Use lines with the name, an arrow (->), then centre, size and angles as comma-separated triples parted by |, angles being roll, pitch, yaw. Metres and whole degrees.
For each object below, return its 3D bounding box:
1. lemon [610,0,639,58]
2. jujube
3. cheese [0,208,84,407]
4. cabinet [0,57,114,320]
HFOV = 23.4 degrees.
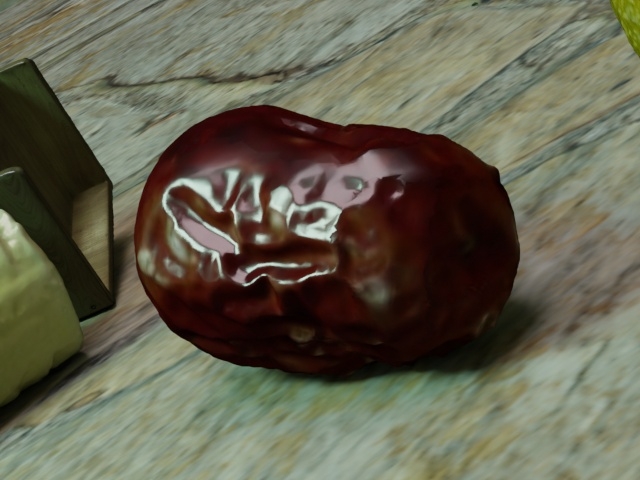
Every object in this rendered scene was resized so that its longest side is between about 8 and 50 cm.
lemon -> 0.268, -0.168, 0.848 | 0.236, 0.236, 0.263 | -12, 35, 33
jujube -> 0.000, 0.000, 0.875 | 0.230, 0.155, 0.155 | 4, 35, 46
cheese -> -0.255, 0.069, 1.050 | 0.167, 0.123, 0.094 | -39, 20, -27
cabinet -> -0.290, -0.009, 1.196 | 0.215, 0.148, 0.175 | -24, 34, 9
